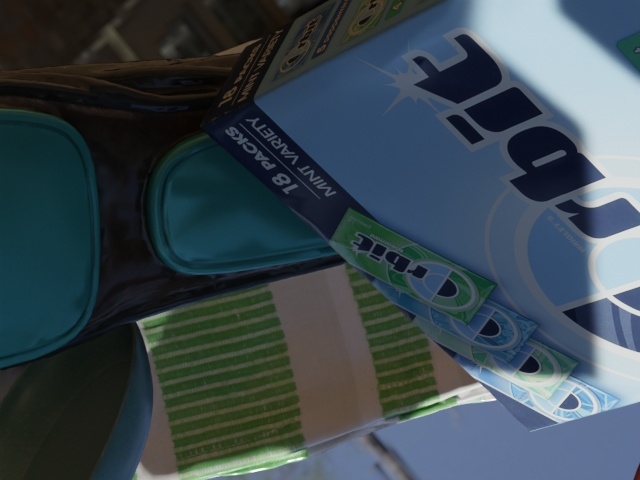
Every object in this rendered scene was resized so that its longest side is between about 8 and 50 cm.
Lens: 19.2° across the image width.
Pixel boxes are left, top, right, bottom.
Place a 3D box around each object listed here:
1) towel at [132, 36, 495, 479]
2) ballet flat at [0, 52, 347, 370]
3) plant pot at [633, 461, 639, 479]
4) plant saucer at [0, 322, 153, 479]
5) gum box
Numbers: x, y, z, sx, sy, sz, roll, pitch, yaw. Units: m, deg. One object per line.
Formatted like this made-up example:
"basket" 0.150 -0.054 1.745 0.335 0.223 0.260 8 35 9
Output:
"towel" 0.000 0.000 1.087 0.325 0.248 0.038 -18 -178 14
"ballet flat" -0.080 -0.015 0.610 0.280 0.095 0.096 -8 -161 -33
"plant pot" 0.266 0.128 0.849 0.201 0.180 0.201 -52 -169 14
"plant saucer" -0.090 0.077 0.645 0.119 0.021 0.119 -44 -154 28
"gum box" 0.081 -0.023 0.540 0.184 0.157 0.041 -24 -148 46
